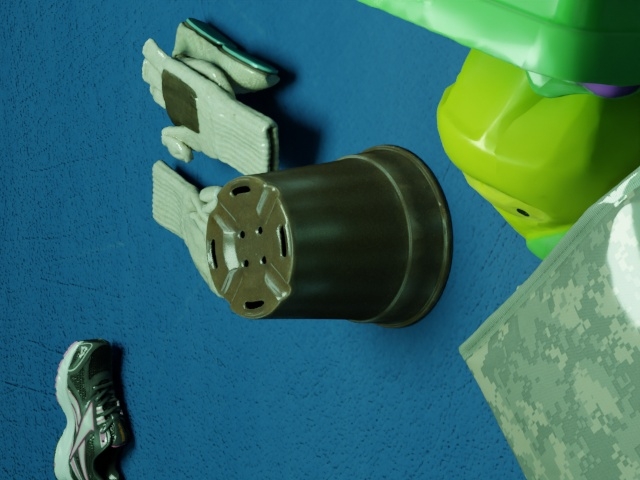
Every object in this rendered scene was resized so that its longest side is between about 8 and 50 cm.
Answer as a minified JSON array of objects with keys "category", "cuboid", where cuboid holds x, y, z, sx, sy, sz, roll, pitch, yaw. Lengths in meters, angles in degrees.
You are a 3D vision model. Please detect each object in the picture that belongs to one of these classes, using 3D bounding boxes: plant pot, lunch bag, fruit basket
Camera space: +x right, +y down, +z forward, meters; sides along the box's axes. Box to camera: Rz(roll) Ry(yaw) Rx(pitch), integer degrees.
[{"category":"plant pot","cuboid":[0.000,0.000,1.721,0.167,0.165,0.167,5,96,50]},{"category":"lunch bag","cuboid":[0.265,0.090,1.403,0.287,0.169,0.235,-52,55,45]},{"category":"fruit basket","cuboid":[0.147,-0.148,1.429,0.392,0.283,0.392,7,99,52]}]

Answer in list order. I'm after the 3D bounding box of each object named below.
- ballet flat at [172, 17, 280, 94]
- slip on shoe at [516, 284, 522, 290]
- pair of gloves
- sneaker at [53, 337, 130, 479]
[{"category":"ballet flat","cuboid":[-0.093,-0.168,1.904,0.168,0.057,0.052,38,108,52]},{"category":"slip on shoe","cuboid":[0.189,0.100,1.599,0.041,0.051,0.135,-12,72,11]},{"category":"pair of gloves","cuboid":[-0.114,-0.060,1.909,0.204,0.042,0.240,44,142,38]},{"category":"sneaker","cuboid":[-0.236,0.191,2.118,0.077,0.072,0.178,20,117,36]}]
